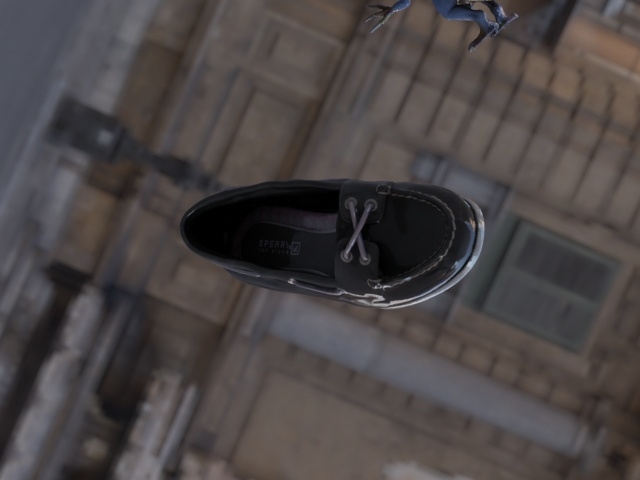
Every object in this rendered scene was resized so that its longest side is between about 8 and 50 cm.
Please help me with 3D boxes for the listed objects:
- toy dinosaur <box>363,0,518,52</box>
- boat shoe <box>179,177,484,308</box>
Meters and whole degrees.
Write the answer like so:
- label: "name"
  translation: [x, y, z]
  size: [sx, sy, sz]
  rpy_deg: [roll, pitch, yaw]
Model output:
- label: "toy dinosaur"
  translation: [0.058, -0.130, 0.877]
  size: [0.047, 0.082, 0.090]
  rpy_deg: [-37, 175, -38]
- label: "boat shoe"
  translation: [0.000, 0.000, 1.656]
  size: [0.335, 0.095, 0.112]
  rpy_deg: [0, -99, 50]
